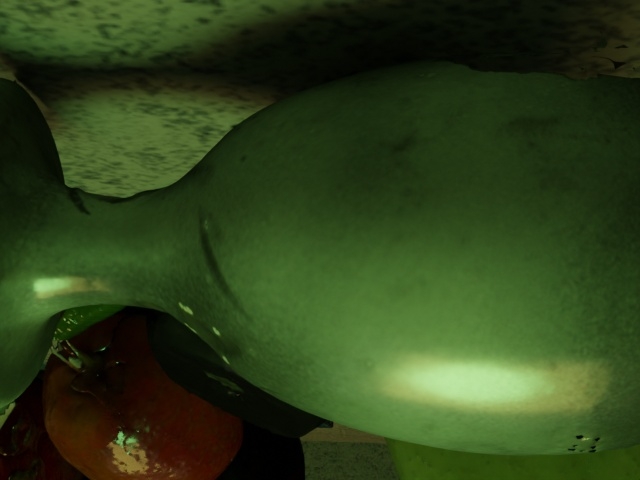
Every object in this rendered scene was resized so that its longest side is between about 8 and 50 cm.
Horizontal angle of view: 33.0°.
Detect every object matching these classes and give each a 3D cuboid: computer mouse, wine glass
[{"bbox_3d":[-0.056,0.088,0.933,0.183,0.116,0.323,30,164,4],"label":"computer mouse"},{"bbox_3d":[-0.002,0.005,0.514,0.356,0.191,0.190,-1,165,9],"label":"wine glass"}]

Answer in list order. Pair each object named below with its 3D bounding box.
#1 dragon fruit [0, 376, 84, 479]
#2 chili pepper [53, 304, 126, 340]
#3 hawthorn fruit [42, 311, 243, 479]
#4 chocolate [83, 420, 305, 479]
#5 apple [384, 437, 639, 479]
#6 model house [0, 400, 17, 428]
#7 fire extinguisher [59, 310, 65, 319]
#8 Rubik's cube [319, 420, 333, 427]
[{"bbox_3d":[-0.504,0.341,1.698,0.277,0.278,0.342,-2,161,17],"label":"dragon fruit"},{"bbox_3d":[-0.117,0.002,0.759,0.359,0.085,0.076,-22,-169,47],"label":"chili pepper"},{"bbox_3d":[-0.207,0.168,1.167,0.211,0.211,0.299,-5,153,27],"label":"hawthorn fruit"},{"bbox_3d":[-0.193,0.360,1.684,0.383,0.384,0.331,3,150,-5],"label":"chocolate"},{"bbox_3d":[0.170,0.092,0.729,0.279,0.279,0.279,2,166,1],"label":"apple"},{"bbox_3d":[-0.416,0.116,1.021,0.206,0.271,0.178,35,-172,31],"label":"model house"},{"bbox_3d":[-0.246,-0.018,0.617,0.135,0.114,0.337,-34,163,0],"label":"fire extinguisher"},{"bbox_3d":[-0.031,0.205,1.474,0.092,0.092,0.092,0,165,7],"label":"Rubik's cube"}]
